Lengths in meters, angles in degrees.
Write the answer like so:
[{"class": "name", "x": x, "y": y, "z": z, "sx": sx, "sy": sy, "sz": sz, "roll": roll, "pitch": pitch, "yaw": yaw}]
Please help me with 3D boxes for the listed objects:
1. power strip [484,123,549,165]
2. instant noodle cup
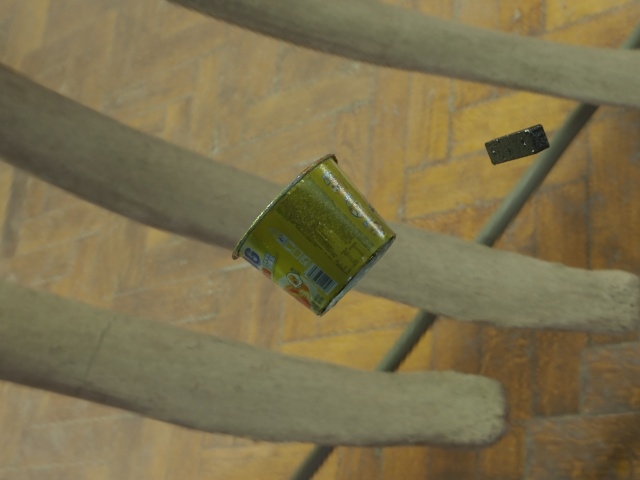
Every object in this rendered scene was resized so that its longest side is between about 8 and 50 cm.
[{"class": "power strip", "x": 0.273, "y": -0.133, "z": 1.497, "sx": 0.111, "sy": 0.029, "sz": 0.038, "roll": -11, "pitch": 102, "yaw": 64}, {"class": "instant noodle cup", "x": 0.000, "y": 0.000, "z": 1.486, "sx": 0.153, "sy": 0.205, "sz": 0.205, "roll": 43, "pitch": 107, "yaw": 8}]
